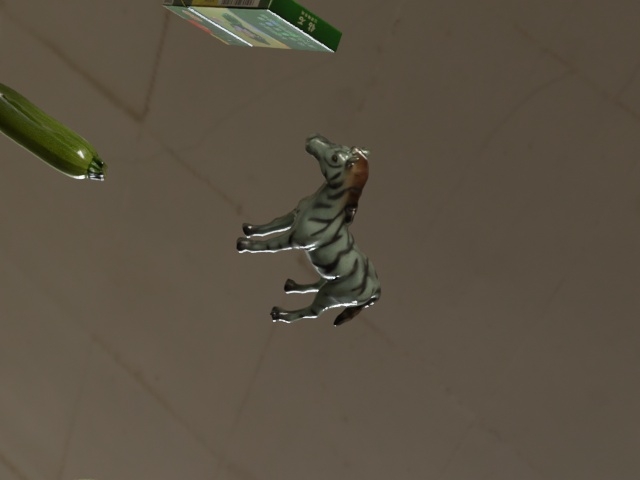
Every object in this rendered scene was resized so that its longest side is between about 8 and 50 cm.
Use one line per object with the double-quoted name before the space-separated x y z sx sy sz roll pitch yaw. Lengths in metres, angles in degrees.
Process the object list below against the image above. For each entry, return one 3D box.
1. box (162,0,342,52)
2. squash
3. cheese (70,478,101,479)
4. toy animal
"box" -0.095 -0.298 1.541 0.235 0.132 0.034 15 -97 46
"squash" -0.425 -0.163 1.723 0.258 0.069 0.069 35 -45 4
"cheese" -0.191 0.298 0.862 0.251 0.248 0.173 33 -58 43
"toy animal" -0.018 -0.003 1.378 0.170 0.090 0.255 2 -49 14
